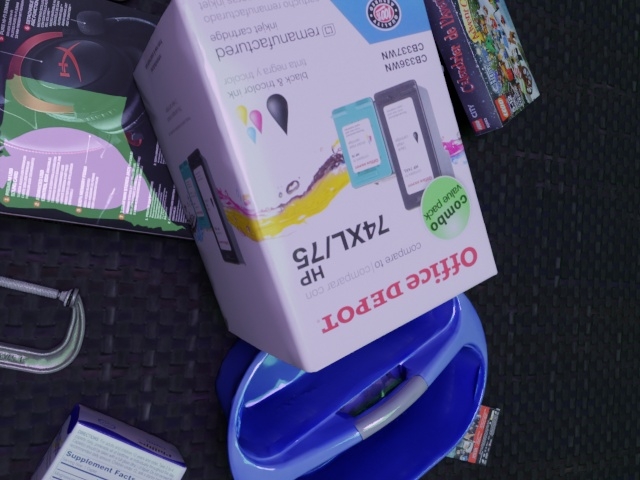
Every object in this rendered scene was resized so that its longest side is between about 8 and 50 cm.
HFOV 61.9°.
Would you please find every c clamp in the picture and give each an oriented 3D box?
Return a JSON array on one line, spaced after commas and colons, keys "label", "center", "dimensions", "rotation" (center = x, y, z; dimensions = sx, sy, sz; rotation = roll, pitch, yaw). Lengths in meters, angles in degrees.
[{"label": "c clamp", "center": [-0.318, 0.064, 0.549], "dimensions": [0.161, 0.022, 0.137], "rotation": [24, 80, -22]}]

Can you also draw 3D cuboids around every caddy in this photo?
[{"label": "caddy", "center": [0.042, 0.174, 0.627], "dimensions": [0.341, 0.179, 0.241], "rotation": [-32, 103, -21]}]

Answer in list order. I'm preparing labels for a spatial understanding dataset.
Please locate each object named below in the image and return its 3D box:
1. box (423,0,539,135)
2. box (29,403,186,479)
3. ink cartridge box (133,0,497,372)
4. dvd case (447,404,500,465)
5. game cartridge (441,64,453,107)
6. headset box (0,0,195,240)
[{"label": "box", "center": [0.225, -0.284, 0.755], "dimensions": [0.159, 0.044, 0.233], "rotation": [-38, 107, -42]}, {"label": "box", "center": [-0.234, 0.265, 0.559], "dimensions": [0.126, 0.072, 0.137], "rotation": [33, 77, -20]}, {"label": "ink cartridge box", "center": [-0.011, -0.062, 0.475], "dimensions": [0.198, 0.197, 0.270], "rotation": [-23, 101, -25]}, {"label": "dvd case", "center": [0.209, 0.280, 0.792], "dimensions": [0.119, 0.013, 0.087], "rotation": [21, 81, -24]}, {"label": "game cartridge", "center": [0.024, -0.296, 0.688], "dimensions": [0.230, 0.068, 0.355], "rotation": [-26, 100, -26]}, {"label": "headset box", "center": [-0.252, -0.124, 0.532], "dimensions": [0.293, 0.110, 0.218], "rotation": [8, 87, -24]}]
